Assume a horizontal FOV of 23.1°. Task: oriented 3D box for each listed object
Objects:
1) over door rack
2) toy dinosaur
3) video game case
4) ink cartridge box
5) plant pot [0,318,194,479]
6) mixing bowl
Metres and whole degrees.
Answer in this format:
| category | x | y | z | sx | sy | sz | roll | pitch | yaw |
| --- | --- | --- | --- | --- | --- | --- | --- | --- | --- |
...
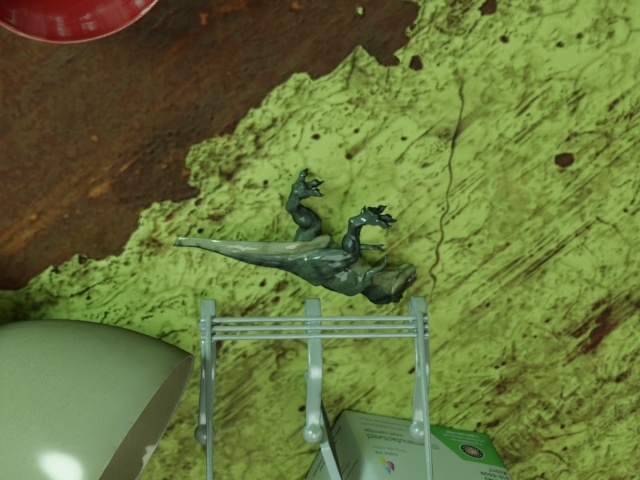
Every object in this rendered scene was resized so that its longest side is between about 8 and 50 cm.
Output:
| category | x | y | z | sx | sy | sz | roll | pitch | yaw |
| --- | --- | --- | --- | --- | --- | --- | --- | --- | --- |
| over door rack | -0.004 | 0.210 | 1.528 | 0.239 | 0.324 | 0.108 | -1 | 148 | -3 |
| toy dinosaur | 0.000 | 0.000 | 1.562 | 0.268 | 0.064 | 0.118 | 15 | 124 | -24 |
| video game case | 0.006 | 0.208 | 1.665 | 0.011 | 0.122 | 0.087 | -17 | 127 | 1 |
| ink cartridge box | 0.127 | 0.325 | 1.690 | 0.201 | 0.278 | 0.117 | 13 | 118 | -27 |
| plant pot | -0.273 | 0.185 | 1.488 | 0.191 | 0.284 | 0.284 | 30 | 114 | 4 |
| mixing bowl | -0.210 | -0.263 | 1.279 | 0.181 | 0.098 | 0.181 | -10 | 127 | -13 |
